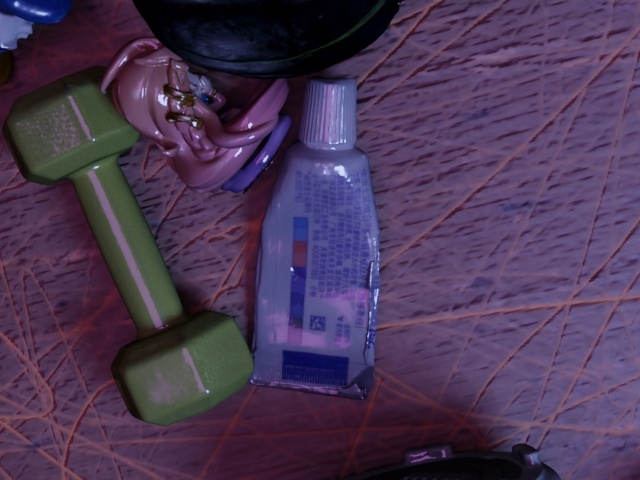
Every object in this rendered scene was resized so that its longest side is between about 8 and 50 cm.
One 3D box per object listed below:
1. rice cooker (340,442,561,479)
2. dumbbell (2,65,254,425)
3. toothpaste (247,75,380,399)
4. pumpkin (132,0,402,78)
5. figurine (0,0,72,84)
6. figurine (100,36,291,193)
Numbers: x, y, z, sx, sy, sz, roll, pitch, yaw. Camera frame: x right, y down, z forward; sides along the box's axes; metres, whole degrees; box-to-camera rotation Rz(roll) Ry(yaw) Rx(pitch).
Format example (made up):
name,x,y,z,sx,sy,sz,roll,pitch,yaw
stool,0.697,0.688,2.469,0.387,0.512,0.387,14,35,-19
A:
name,x,y,z,sx,sy,sz,roll,pitch,yaw
rice cooker,0.100,0.294,0.934,0.280,0.241,0.227,-11,91,43
dumbbell,-0.162,0.007,0.998,0.108,0.121,0.302,-25,93,-18
toothpaste,0.001,0.000,1.003,0.099,0.068,0.282,17,111,36
pumpkin,-0.073,-0.260,0.862,0.295,0.296,0.296,1,97,8
figurine,-0.374,-0.192,0.962,0.338,0.204,0.284,6,98,4
figurine,-0.099,-0.096,0.947,0.157,0.126,0.114,16,71,-26
